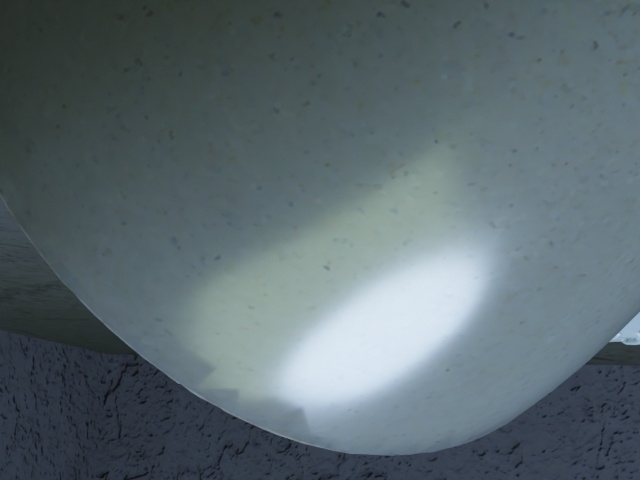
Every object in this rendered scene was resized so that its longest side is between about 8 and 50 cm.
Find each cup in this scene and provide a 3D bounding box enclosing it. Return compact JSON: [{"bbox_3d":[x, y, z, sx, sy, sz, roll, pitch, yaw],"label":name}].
[{"bbox_3d":[0.059,-0.116,0.637,0.331,0.331,0.237,12,148,-36],"label":"cup"}]

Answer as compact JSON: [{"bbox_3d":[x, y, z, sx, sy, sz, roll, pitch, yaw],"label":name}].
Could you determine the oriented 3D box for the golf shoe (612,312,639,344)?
[{"bbox_3d":[0.320,0.058,1.595,0.306,0.140,0.115,-21,180,-8],"label":"golf shoe"}]
